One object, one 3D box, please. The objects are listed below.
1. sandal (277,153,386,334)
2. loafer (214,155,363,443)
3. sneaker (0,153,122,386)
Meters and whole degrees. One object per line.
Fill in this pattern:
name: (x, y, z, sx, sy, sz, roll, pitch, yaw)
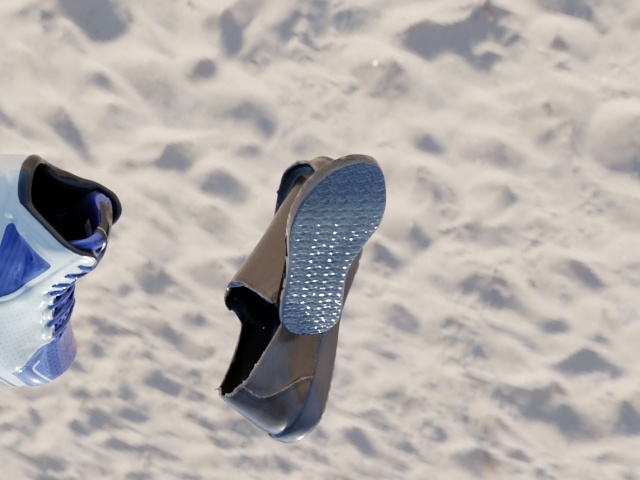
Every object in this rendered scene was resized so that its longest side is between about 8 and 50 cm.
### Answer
sandal: (-0.001, 0.000, 1.371, 0.097, 0.054, 0.254, 4, 134, -19)
loafer: (-0.041, 0.054, 1.524, 0.130, 0.366, 0.134, 22, 153, -31)
sneaker: (-0.296, 0.029, 1.347, 0.182, 0.127, 0.315, -1, 129, 16)
